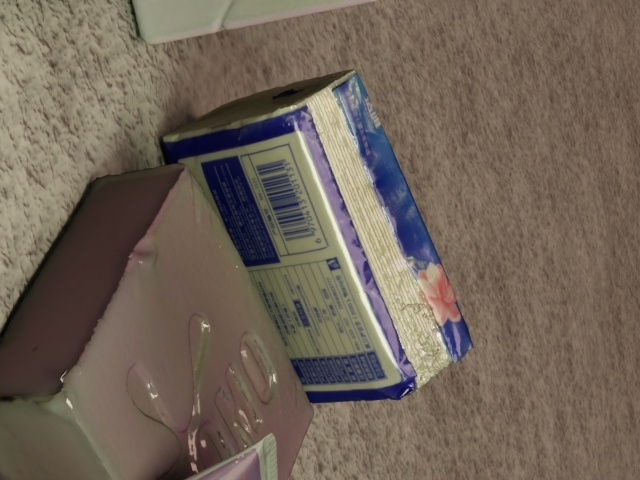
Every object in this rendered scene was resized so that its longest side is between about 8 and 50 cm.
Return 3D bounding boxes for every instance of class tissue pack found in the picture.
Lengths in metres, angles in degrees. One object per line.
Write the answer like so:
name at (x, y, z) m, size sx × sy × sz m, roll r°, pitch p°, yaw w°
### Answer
tissue pack at (0.000, 0.000, 1.585) m, size 0.137 × 0.209 × 0.270 m, roll -29°, pitch 101°, yaw -34°

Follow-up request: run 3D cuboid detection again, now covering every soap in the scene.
soap at (-0.134, 0.133, 1.436) m, size 0.285 × 0.107 × 0.296 m, roll 64°, pitch 29°, yaw -31°

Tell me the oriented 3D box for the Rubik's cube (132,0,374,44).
Rubik's cube at (0.005, -0.371, 1.631) m, size 0.316 × 0.318 × 0.322 m, roll -28°, pitch 108°, yaw -63°

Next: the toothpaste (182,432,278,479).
toothpaste at (-0.141, 0.235, 1.269) m, size 0.299 × 0.073 × 0.114 m, roll -20°, pitch 115°, yaw -35°
